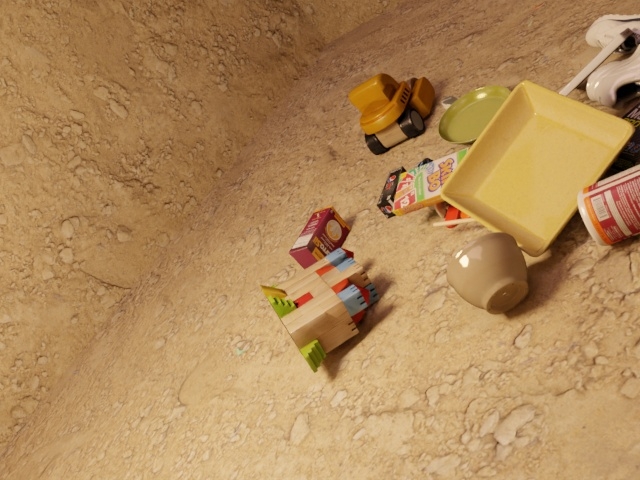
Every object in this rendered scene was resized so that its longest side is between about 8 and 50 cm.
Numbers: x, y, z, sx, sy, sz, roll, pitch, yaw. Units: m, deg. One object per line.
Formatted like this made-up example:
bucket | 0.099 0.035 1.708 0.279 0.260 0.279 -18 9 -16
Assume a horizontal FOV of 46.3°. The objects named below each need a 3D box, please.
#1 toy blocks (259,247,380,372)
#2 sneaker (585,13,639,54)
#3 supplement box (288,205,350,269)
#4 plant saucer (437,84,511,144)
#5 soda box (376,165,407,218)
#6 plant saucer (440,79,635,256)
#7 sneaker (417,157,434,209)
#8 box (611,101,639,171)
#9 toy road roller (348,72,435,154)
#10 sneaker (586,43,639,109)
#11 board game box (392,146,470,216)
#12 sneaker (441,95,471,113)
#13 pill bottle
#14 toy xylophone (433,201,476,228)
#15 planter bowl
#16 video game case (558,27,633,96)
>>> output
toy blocks | 0.021 0.149 1.884 0.260 0.191 0.381 -31 21 -6
sneaker | 0.796 -0.548 2.018 0.095 0.090 0.235 -55 23 -8
supplement box | 0.000 0.000 2.242 0.080 0.104 0.188 -17 33 44
plant saucer | 0.463 -0.364 2.218 0.240 0.037 0.241 -25 37 21
soda box | 0.221 -0.143 2.212 0.053 0.060 0.169 -24 29 38
plant saucer | 0.474 -0.153 1.641 0.333 0.081 0.332 -54 41 5
sneaker | 0.339 -0.199 2.046 0.217 0.121 0.079 -50 25 -21
box | 0.726 -0.223 1.553 0.216 0.060 0.270 -41 22 1
toy road roller | 0.235 -0.478 2.568 0.202 0.241 0.330 -23 28 36
sneaker | 0.788 -0.414 1.784 0.297 0.111 0.129 -41 33 18
board game box | 0.295 -0.150 1.911 0.259 0.039 0.124 -17 48 44
sneaker | 0.448 -0.409 2.358 0.053 0.061 0.152 -39 40 -15
pill bottle | 0.609 -0.082 1.401 0.221 0.121 0.121 -25 27 32
toy xylophone | 0.396 -0.121 1.854 0.322 0.081 0.236 -3 57 53
planter bowl | 0.350 0.078 1.504 0.162 0.162 0.109 -37 49 10
video game case | 0.702 -0.453 1.909 0.201 0.023 0.183 -47 -6 33
